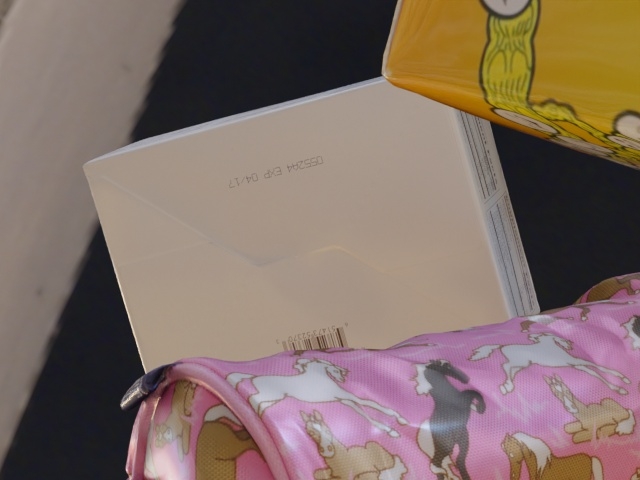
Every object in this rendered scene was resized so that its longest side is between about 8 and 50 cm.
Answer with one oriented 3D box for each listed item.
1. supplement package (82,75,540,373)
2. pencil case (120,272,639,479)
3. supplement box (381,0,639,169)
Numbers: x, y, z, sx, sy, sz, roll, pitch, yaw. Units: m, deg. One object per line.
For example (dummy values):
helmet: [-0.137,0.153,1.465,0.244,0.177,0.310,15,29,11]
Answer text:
supplement package: [0.000,0.000,1.382,0.262,0.145,0.204,-14,-84,15]
pencil case: [0.075,0.114,1.065,0.167,0.386,0.160,51,-47,32]
supplement box: [0.224,-0.083,0.509,0.356,0.194,0.195,18,-87,44]
